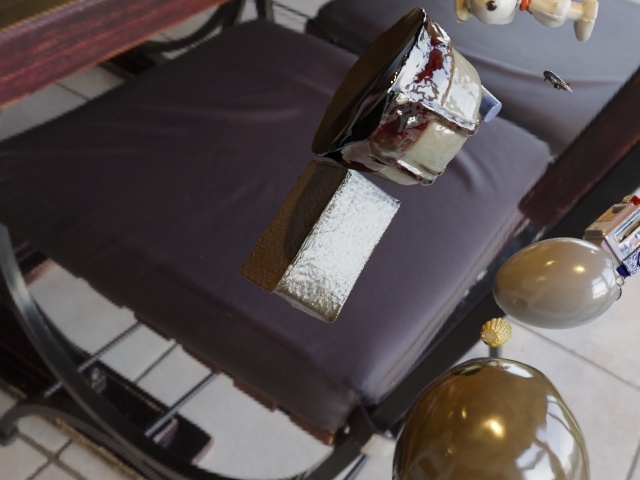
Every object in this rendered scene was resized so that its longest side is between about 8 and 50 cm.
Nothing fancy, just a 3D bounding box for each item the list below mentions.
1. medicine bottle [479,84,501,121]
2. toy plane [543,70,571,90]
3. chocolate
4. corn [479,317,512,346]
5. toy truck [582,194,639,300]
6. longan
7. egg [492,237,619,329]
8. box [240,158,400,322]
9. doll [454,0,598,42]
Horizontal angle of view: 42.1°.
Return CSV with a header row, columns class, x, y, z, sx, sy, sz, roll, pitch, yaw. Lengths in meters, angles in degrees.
class,x,y,z,sx,sy,sz,roll,pitch,yaw
medicine bottle,0.320,-0.370,1.924,0.059,0.059,0.231,-27,66,-37
toy plane,0.580,-0.390,2.042,0.083,0.031,0.078,38,20,25
chocolate,0.140,-0.203,1.306,0.186,0.283,0.283,34,38,-15
corn,0.229,0.120,1.084,0.037,0.037,0.092,29,10,19
toy truck,0.702,0.023,1.992,0.268,0.124,0.155,-38,100,-14
longan,0.239,0.333,1.187,0.288,0.350,0.288,1,26,0
egg,0.448,0.084,1.596,0.232,0.176,0.176,-11,33,25
box,-0.002,-0.001,1.569,0.143,0.273,0.184,34,-7,-26
doll,0.400,-0.473,1.661,0.271,0.144,0.208,4,34,-12
